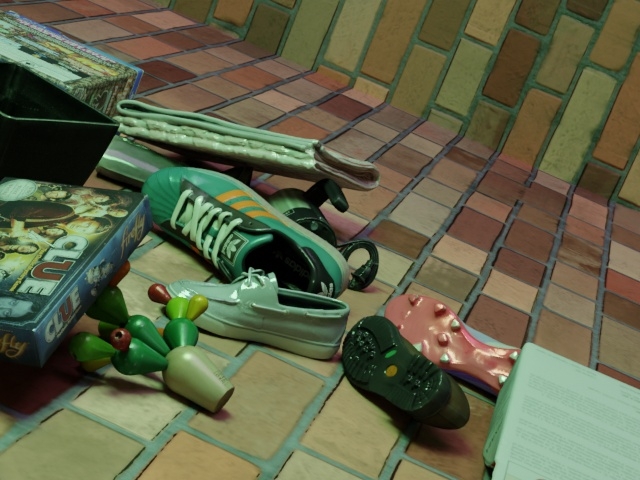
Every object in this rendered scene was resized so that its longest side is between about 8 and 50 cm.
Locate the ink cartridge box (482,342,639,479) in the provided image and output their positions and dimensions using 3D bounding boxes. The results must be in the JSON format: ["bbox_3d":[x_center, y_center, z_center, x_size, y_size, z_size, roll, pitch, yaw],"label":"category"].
[{"bbox_3d":[0.320,0.292,1.557,0.308,0.091,0.385,24,32,4],"label":"ink cartridge box"}]

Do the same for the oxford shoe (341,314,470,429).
[{"bbox_3d":[0.095,0.159,1.671,0.096,0.083,0.227,40,2,-33],"label":"oxford shoe"}]

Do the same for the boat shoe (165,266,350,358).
[{"bbox_3d":[-0.071,0.071,1.690,0.228,0.081,0.079,16,16,-22],"label":"boat shoe"}]

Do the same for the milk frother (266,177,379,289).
[{"bbox_3d":[0.000,0.000,2.049,0.143,0.129,0.135,63,-1,-24],"label":"milk frother"}]

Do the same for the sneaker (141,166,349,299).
[{"bbox_3d":[-0.108,-0.007,1.859,0.302,0.108,0.121,27,11,11],"label":"sneaker"}]

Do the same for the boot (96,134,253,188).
[{"bbox_3d":[-0.210,-0.097,2.123,0.209,0.076,0.189,16,13,3],"label":"boot"}]

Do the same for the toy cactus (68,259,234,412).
[{"bbox_3d":[-0.160,0.099,1.469,0.180,0.112,0.219,36,10,13],"label":"toy cactus"}]

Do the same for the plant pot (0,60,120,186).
[{"bbox_3d":[-0.381,-0.102,1.686,0.187,0.167,0.188,30,16,28],"label":"plant pot"}]

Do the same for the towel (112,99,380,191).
[{"bbox_3d":[-0.106,-0.138,2.175,0.332,0.053,0.317,13,-1,18],"label":"towel"}]

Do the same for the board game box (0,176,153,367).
[{"bbox_3d":[-0.283,0.023,1.380,0.165,0.042,0.243,7,33,16],"label":"board game box"}]

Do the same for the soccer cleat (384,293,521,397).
[{"bbox_3d":[0.190,0.147,1.847,0.248,0.083,0.095,25,-15,26],"label":"soccer cleat"}]

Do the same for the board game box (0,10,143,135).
[{"bbox_3d":[-0.420,-0.211,2.050,0.232,0.141,0.291,24,15,7],"label":"board game box"}]
